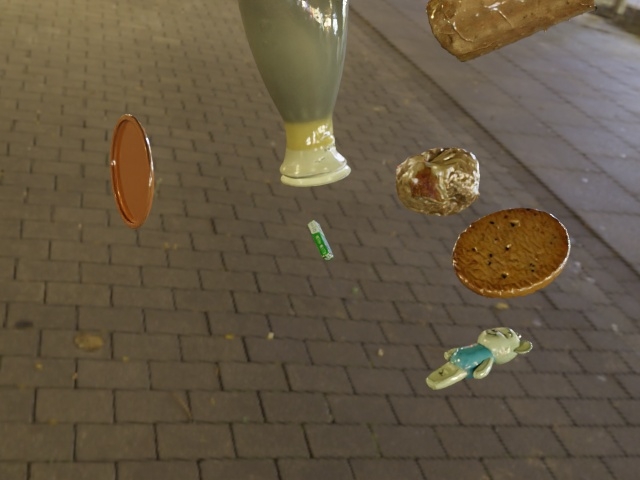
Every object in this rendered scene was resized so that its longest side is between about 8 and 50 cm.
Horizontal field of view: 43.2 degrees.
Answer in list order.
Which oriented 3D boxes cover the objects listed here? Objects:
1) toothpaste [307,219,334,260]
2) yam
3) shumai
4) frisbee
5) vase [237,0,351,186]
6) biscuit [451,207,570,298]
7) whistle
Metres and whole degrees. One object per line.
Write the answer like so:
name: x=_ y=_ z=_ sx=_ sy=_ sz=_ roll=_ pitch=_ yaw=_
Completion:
toothpaste: x=0.000 y=0.000 z=1.467 sx=0.020 sy=0.017 sz=0.083 roll=37 pitch=23 yaw=-50
yam: x=0.294 y=-0.372 z=1.258 sx=0.128 sy=0.238 sz=0.129 roll=36 pitch=39 yaw=-52
shumai: x=0.269 y=-0.144 z=1.895 sx=0.206 sy=0.166 sz=0.175 roll=-13 pitch=-8 yaw=14
frisbee: x=-0.412 y=-0.150 z=1.764 sx=0.021 sy=0.251 sz=0.251 roll=-5 pitch=31 yaw=-33
vase: x=-0.028 y=-0.254 z=1.281 sx=0.173 sy=0.321 sz=0.173 roll=-6 pitch=19 yaw=2
biscuit: x=0.302 y=0.019 z=1.288 sx=0.188 sy=0.027 sz=0.188 roll=-16 pitch=41 yaw=14
whistle: x=0.315 y=0.236 z=1.645 sx=0.236 sy=0.077 sz=0.114 roll=-23 pitch=29 yaw=-23
